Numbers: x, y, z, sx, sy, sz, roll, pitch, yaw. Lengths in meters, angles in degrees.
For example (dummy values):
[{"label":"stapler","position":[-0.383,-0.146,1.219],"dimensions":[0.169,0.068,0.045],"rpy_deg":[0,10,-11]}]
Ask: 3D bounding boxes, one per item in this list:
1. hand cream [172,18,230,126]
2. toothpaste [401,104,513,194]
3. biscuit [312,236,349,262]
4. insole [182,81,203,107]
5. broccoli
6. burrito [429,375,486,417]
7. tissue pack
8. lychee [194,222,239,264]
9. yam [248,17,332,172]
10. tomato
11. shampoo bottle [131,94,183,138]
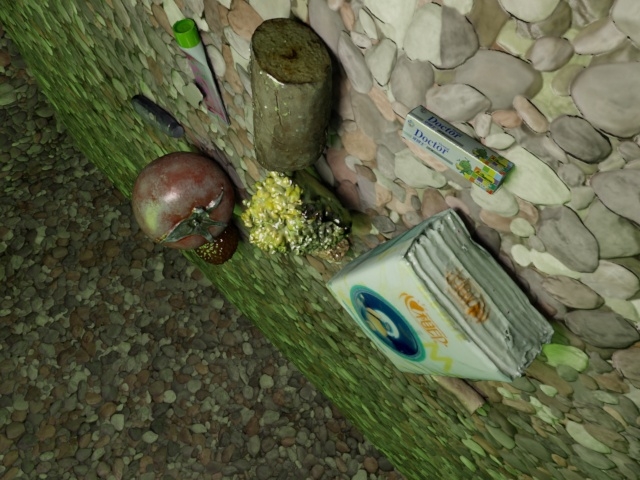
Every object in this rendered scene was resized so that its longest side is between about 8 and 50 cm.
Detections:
[{"label":"hand cream","position":[-0.277,-0.385,1.060],"dimensions":[0.275,0.050,0.079],"rpy_deg":[79,168,-61]},{"label":"toothpaste","position":[0.192,-0.130,0.638],"dimensions":[0.164,0.034,0.046],"rpy_deg":[40,153,19]},{"label":"biscuit","position":[0.000,0.000,1.145],"dimensions":[0.070,0.082,0.169],"rpy_deg":[33,171,-40]},{"label":"insole","position":[-0.336,-0.382,1.168],"dimensions":[0.065,0.004,0.197],"rpy_deg":[54,167,-20]},{"label":"broccoli","position":[-0.075,-0.066,0.956],"dimensions":[0.273,0.180,0.242],"rpy_deg":[47,-166,15]},{"label":"burrito","position":[0.340,0.374,1.165],"dimensions":[0.226,0.060,0.087],"rpy_deg":[45,163,3]},{"label":"tissue pack","position":[0.199,0.127,0.882],"dimensions":[0.287,0.162,0.388],"rpy_deg":[49,159,-1]},{"label":"lychee","position":[-0.407,-0.010,1.724],"dimensions":[0.200,0.200,0.238],"rpy_deg":[34,145,30]},{"label":"yam","position":[-0.052,-0.230,0.775],"dimensions":[0.154,0.154,0.254],"rpy_deg":[41,153,16]},{"label":"tomato","position":[-0.427,-0.124,1.409],"dimensions":[0.282,0.317,0.316],"rpy_deg":[50,163,36]},{"label":"shampoo bottle","position":[-0.538,-0.406,1.474],"dimensions":[0.234,0.049,0.087],"rpy_deg":[36,153,26]}]
